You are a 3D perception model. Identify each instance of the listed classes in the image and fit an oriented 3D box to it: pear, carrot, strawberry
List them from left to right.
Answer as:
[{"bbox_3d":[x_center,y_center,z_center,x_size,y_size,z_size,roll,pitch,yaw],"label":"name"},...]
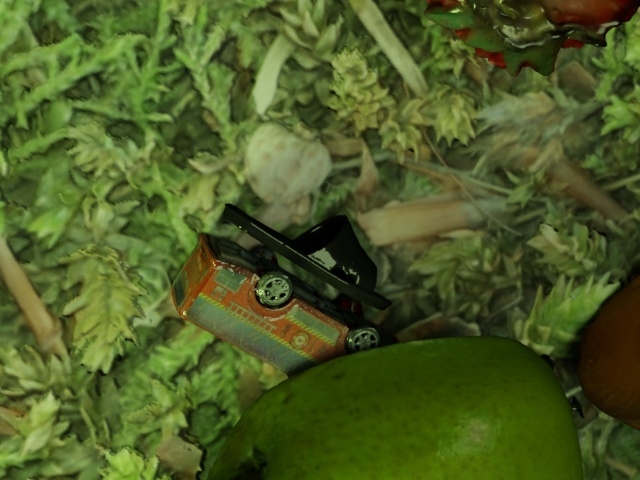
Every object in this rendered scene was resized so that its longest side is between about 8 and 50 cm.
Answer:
[{"bbox_3d":[0.038,0.223,0.991,0.281,0.176,0.287,6,119,-20],"label":"pear"},{"bbox_3d":[0.150,-0.238,0.989,0.190,0.111,0.237,26,71,-14],"label":"strawberry"},{"bbox_3d":[0.345,0.134,1.145,0.159,0.159,0.225,-51,128,-2],"label":"carrot"}]

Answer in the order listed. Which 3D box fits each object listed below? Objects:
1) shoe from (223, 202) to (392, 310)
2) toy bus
[{"bbox_3d":[0.000,0.000,1.012,0.159,0.062,0.053,29,91,-21],"label":"shoe"},{"bbox_3d":[-0.022,0.064,1.020,0.192,0.065,0.077,31,103,-24],"label":"toy bus"}]
